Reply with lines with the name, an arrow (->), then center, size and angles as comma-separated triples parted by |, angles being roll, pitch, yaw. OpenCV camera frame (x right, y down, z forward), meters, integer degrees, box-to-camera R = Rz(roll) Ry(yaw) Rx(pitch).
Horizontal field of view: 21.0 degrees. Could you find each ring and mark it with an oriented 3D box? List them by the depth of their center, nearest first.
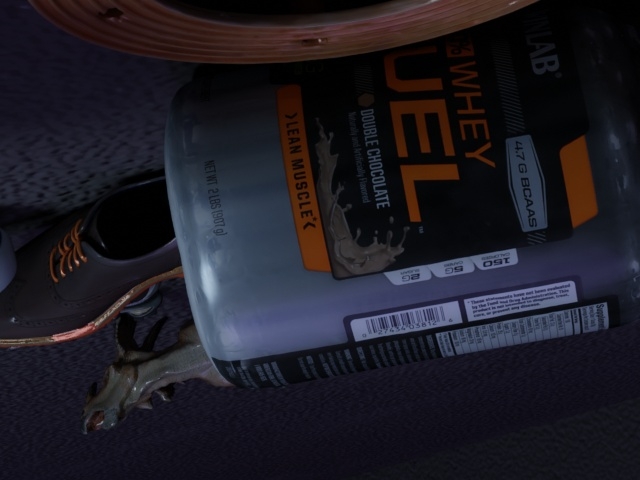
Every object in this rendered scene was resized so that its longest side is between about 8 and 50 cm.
ring -> 0.010, -0.165, 0.885 | 0.336, 0.032, 0.336 | -9, 167, -2

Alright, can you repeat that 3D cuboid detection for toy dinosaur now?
toy dinosaur -> -0.085, 0.084, 1.639 | 0.295, 0.127, 0.200 | -13, 179, -41

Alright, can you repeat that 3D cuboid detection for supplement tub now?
supplement tub -> 0.085, -0.031, 1.095 | 0.338, 0.207, 0.207 | -11, 166, 5

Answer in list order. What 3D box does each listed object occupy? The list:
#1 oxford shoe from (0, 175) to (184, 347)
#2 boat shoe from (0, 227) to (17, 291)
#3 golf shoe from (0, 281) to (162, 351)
oxford shoe -> -0.176, 0.005, 1.328 | 0.271, 0.097, 0.098 | -25, 157, 18
boat shoe -> -0.382, 0.036, 1.293 | 0.302, 0.109, 0.094 | -18, 123, -7
golf shoe -> -0.235, 0.038, 1.468 | 0.198, 0.077, 0.094 | -15, 155, -2
